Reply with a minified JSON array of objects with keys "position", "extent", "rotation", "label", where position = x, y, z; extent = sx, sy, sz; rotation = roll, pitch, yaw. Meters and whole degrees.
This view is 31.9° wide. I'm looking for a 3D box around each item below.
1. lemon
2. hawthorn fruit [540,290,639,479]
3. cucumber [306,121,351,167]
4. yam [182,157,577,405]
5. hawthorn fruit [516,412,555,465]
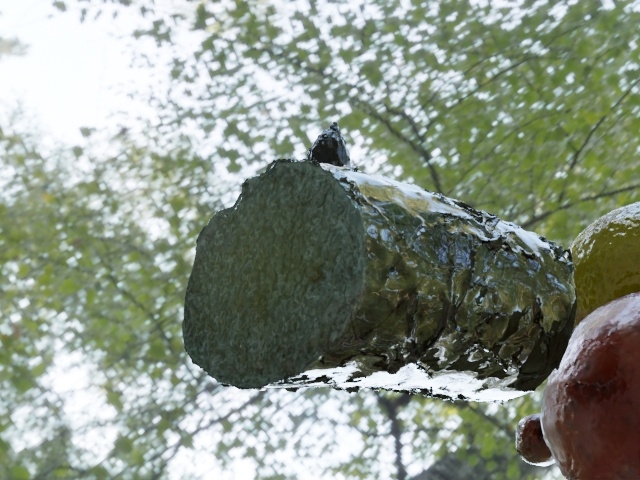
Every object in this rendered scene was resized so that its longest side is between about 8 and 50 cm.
[{"position":[0.432,0.071,1.447],"extent":[0.267,0.267,0.267],"rotation":[14,-62,28],"label":"lemon"},{"position":[0.371,0.164,1.163],"extent":[0.276,0.276,0.307],"rotation":[37,-19,14],"label":"hawthorn fruit"},{"position":[-0.001,0.000,1.383],"extent":[0.072,0.072,0.300],"rotation":[1,-94,33],"label":"cucumber"},{"position":[0.070,0.055,1.105],"extent":[0.241,0.348,0.241],"rotation":[-21,-116,52],"label":"yam"},{"position":[0.292,0.259,1.472],"extent":[0.077,0.077,0.077],"rotation":[14,-62,28],"label":"hawthorn fruit"}]
